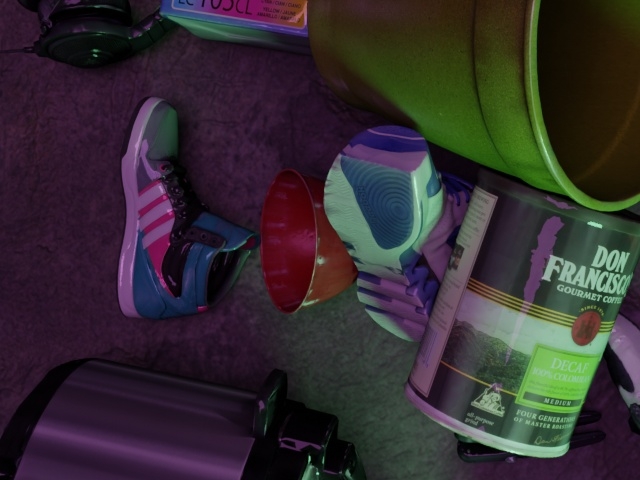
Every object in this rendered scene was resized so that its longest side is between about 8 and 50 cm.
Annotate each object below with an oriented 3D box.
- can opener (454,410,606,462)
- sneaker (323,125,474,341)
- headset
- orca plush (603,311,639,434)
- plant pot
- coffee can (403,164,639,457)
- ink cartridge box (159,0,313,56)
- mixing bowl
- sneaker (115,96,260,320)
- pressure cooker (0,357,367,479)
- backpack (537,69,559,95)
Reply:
[{"bbox_3d":[0.259,0.245,1.313,0.186,0.073,0.059,-4,79,4],"label":"can opener"},{"bbox_3d":[0.112,-0.041,1.258,0.127,0.315,0.182,20,57,26],"label":"sneaker"},{"bbox_3d":[-0.352,-0.334,1.404,0.394,0.185,0.243,-36,80,-2],"label":"headset"},{"bbox_3d":[0.380,0.196,1.265,0.287,0.151,0.102,43,135,18],"label":"orca plush"},{"bbox_3d":[0.185,-0.239,1.149,0.353,0.366,0.366,14,92,43],"label":"plant pot"},{"bbox_3d":[0.231,0.076,1.199,0.201,0.201,0.275,20,101,13],"label":"coffee can"},{"bbox_3d":[-0.024,-0.445,1.355,0.270,0.151,0.396,11,89,13],"label":"ink cartridge box"},{"bbox_3d":[0.000,0.000,1.338,0.098,0.181,0.181,-1,87,-25],"label":"mixing bowl"},{"bbox_3d":[-0.166,-0.035,1.381,0.178,0.124,0.296,6,97,18],"label":"sneaker"},{"bbox_3d":[-0.144,0.351,1.232,0.420,0.370,0.376,10,62,10],"label":"pressure cooker"},{"bbox_3d":[0.257,-0.143,1.310,0.114,0.084,0.105,-23,83,6],"label":"backpack"}]
